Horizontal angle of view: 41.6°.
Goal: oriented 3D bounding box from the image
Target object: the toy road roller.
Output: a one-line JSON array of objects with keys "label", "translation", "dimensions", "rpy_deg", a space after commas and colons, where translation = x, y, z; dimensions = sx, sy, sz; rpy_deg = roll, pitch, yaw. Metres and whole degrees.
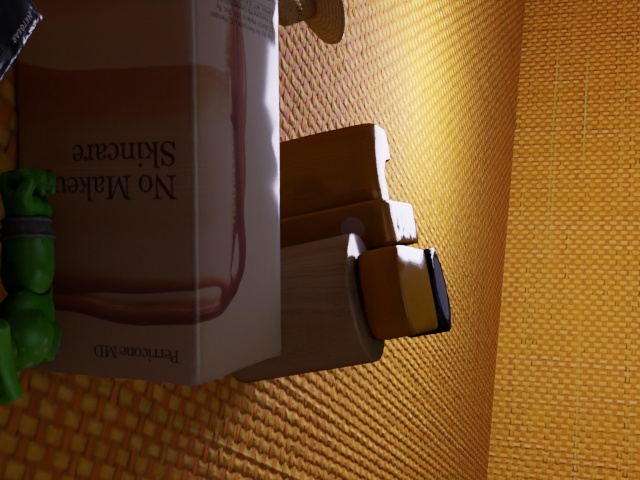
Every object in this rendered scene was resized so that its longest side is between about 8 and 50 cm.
[{"label": "toy road roller", "translation": [0.000, 0.000, 0.859], "dimensions": [0.329, 0.203, 0.240], "rpy_deg": [1, 78, -74]}]

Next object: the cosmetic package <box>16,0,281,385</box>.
[{"label": "cosmetic package", "translation": [-0.119, -0.058, 0.602], "dimensions": [0.129, 0.153, 0.296], "rpy_deg": [-8, 97, -67]}]

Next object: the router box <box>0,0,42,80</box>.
[{"label": "router box", "translation": [-0.220, -0.052, 0.364], "dimensions": [0.046, 0.133, 0.179], "rpy_deg": [66, 33, -46]}]

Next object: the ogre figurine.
[{"label": "ogre figurine", "translation": [-0.209, 0.035, 0.450], "dimensions": [0.197, 0.097, 0.118], "rpy_deg": [-51, 126, -74]}]

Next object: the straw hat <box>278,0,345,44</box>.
[{"label": "straw hat", "translation": [-0.035, -0.272, 0.924], "dimensions": [0.061, 0.144, 0.144], "rpy_deg": [-29, 128, -17]}]
